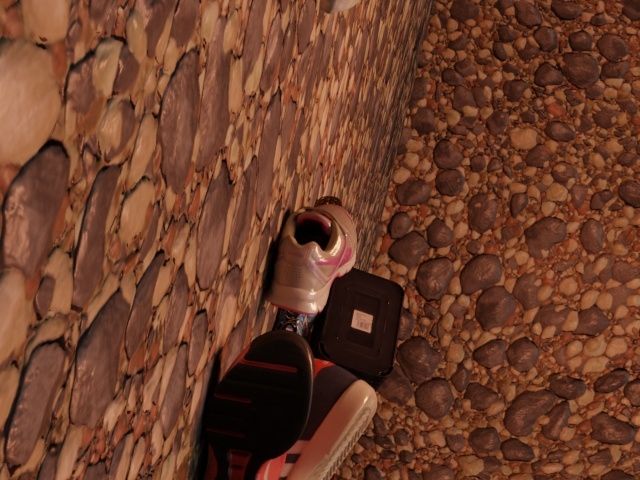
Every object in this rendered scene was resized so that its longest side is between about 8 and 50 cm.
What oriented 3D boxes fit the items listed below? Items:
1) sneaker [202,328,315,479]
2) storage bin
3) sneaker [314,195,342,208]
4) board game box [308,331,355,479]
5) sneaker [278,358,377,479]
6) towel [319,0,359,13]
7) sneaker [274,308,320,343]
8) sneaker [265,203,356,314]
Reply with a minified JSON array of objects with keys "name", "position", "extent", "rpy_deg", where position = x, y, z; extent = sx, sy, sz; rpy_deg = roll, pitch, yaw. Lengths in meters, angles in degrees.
[{"name":"sneaker","position":[-0.091,0.237,1.137],"extent":[0.136,0.116,0.314],"rpy_deg":[-89,-164,-74]},{"name":"storage bin","position":[0.055,0.144,1.484],"extent":[0.084,0.122,0.180],"rpy_deg":[119,-13,-50]},{"name":"sneaker","position":[0.004,0.023,1.547],"extent":[0.086,0.064,0.192],"rpy_deg":[86,15,-51]},{"name":"board game box","position":[-0.017,0.248,1.469],"extent":[0.281,0.145,0.027],"rpy_deg":[-68,169,-53]},{"name":"sneaker","position":[-0.074,0.315,1.297],"extent":[0.350,0.148,0.131],"rpy_deg":[-52,157,-11]},{"name":"towel","position":[0.055,-0.459,1.006],"extent":[0.320,0.090,0.374],"rpy_deg":[-66,167,-59]},{"name":"sneaker","position":[-0.037,0.124,1.433],"extent":[0.073,0.063,0.162],"rpy_deg":[-44,146,-71]},{"name":"sneaker","position":[0.000,0.000,1.333],"extent":[0.252,0.103,0.111],"rpy_deg":[-66,168,-60]}]
